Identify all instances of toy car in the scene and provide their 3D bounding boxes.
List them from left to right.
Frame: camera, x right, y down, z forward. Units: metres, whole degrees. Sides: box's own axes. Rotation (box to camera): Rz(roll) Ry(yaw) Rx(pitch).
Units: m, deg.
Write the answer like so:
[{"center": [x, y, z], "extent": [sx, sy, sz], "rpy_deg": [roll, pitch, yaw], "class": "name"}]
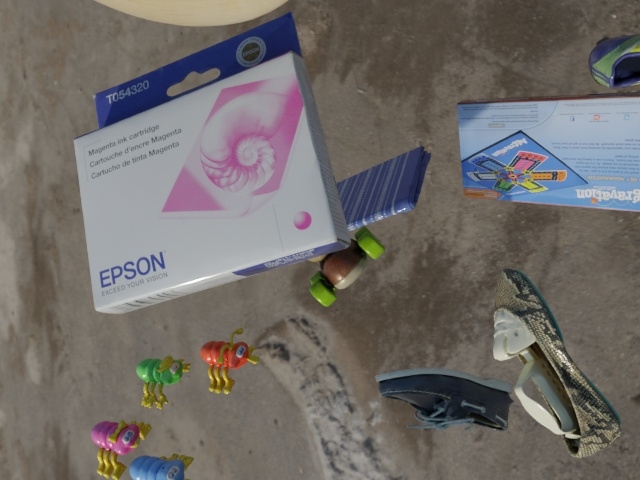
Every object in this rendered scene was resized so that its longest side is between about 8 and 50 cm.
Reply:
[{"center": [0.000, 0.000, 1.058], "extent": [0.188, 0.149, 0.155], "rpy_deg": [44, 96, -6], "class": "toy car"}]

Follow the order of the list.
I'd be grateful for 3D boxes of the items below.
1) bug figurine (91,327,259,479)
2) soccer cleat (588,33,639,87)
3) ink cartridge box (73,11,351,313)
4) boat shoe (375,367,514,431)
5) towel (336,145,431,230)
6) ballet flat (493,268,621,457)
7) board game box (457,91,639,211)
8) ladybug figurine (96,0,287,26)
[{"center": [-0.216, 0.237, 0.793], "extent": [0.217, 0.279, 0.072], "rpy_deg": [-7, 128, 30], "class": "bug figurine"}, {"center": [0.613, -0.313, 0.942], "extent": [0.290, 0.093, 0.121], "rpy_deg": [-9, 44, 12], "class": "soccer cleat"}, {"center": [-0.157, -0.105, 0.704], "extent": [0.325, 0.071, 0.329], "rpy_deg": [-17, 77, 15], "class": "ink cartridge box"}, {"center": [0.181, 0.229, 0.790], "extent": [0.095, 0.255, 0.078], "rpy_deg": [-17, 62, 46], "class": "boat shoe"}, {"center": [0.097, -0.094, 1.320], "extent": [0.336, 0.243, 0.040], "rpy_deg": [-21, 120, 34], "class": "towel"}, {"center": [0.536, 0.305, 1.361], "extent": [0.482, 0.182, 0.164], "rpy_deg": [60, 163, 9], "class": "ballet flat"}, {"center": [0.316, -0.117, 0.734], "extent": [0.282, 0.027, 0.144], "rpy_deg": [10, 118, 42], "class": "board game box"}, {"center": [-0.155, -0.350, 0.478], "extent": [0.450, 0.161, 0.305], "rpy_deg": [21, 151, 21], "class": "ladybug figurine"}]
